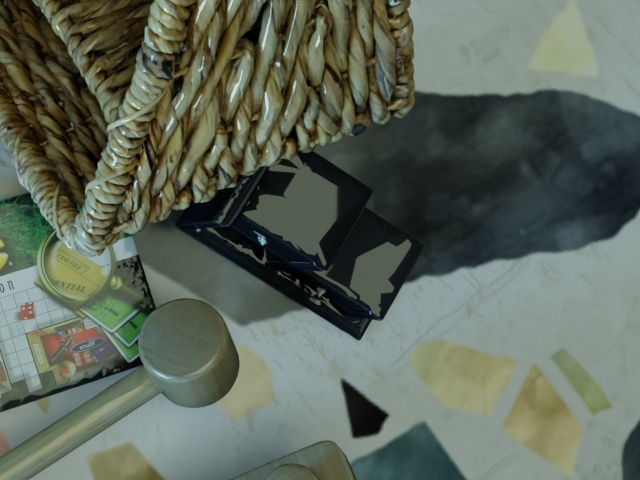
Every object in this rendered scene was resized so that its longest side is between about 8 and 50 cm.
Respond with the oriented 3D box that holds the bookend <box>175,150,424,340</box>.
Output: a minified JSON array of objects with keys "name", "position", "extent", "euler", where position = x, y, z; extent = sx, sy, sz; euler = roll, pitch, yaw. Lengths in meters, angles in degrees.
[{"name":"bookend","position":[0.000,0.000,0.887],"extent":[0.157,0.156,0.072],"euler":[33,82,-13]}]

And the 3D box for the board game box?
[{"name":"board game box","position":[-0.242,0.053,0.891],"extent":[0.260,0.030,0.136],"euler":[-18,92,-14]}]

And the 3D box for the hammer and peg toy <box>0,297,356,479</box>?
[{"name":"hammer and peg toy","position":[-0.084,0.239,0.846],"extent":[0.266,0.127,0.361],"euler":[-24,66,1]}]

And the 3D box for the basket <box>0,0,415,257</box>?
[{"name":"basket","position":[-0.113,-0.178,0.766],"extent":[0.223,0.299,0.213],"euler":[-25,139,-14]}]
